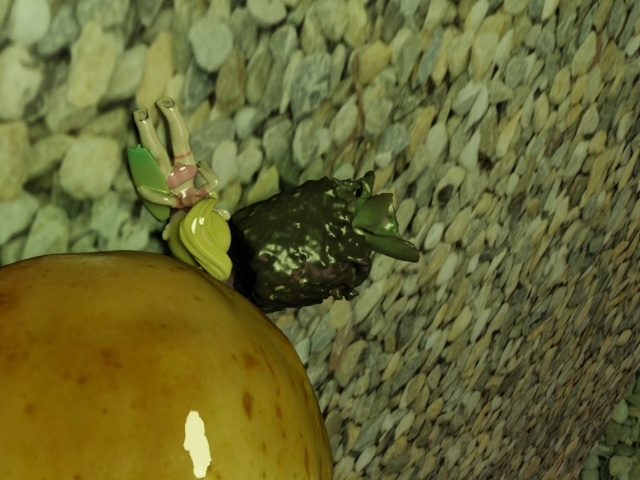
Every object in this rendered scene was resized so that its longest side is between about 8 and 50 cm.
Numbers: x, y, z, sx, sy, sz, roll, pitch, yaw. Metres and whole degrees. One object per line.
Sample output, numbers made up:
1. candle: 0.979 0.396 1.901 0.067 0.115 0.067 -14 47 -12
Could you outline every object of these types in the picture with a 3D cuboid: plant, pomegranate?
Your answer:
1. plant: 0.000 0.000 0.829 0.203 0.143 0.131 -13 158 -15
2. pomegranate: -0.168 0.213 0.612 0.410 0.410 0.410 -26 134 -30

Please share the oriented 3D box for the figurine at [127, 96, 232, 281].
1. figurine: -0.131 -0.042 0.732 0.083 0.083 0.188 -30 126 -27
